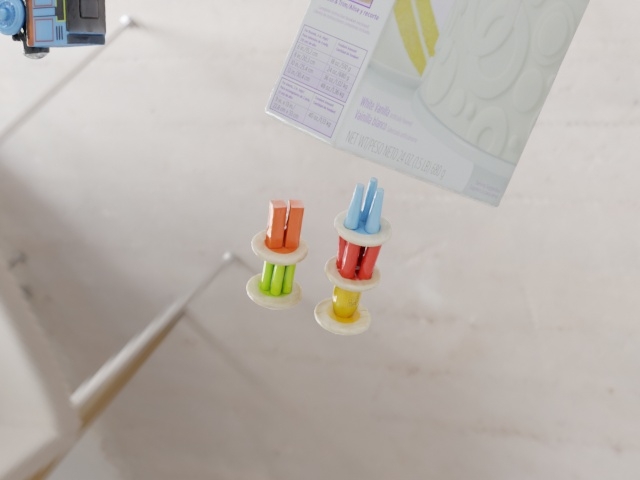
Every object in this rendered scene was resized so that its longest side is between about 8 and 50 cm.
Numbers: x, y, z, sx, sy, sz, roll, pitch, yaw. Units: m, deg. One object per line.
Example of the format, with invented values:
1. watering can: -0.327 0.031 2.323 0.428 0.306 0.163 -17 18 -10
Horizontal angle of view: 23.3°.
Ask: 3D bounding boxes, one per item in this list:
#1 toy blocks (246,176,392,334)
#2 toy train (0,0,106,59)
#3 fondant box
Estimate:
1. toy blocks: 0.000 0.000 1.381 0.123 0.054 0.148 20 124 12
2. toy train: -0.271 -0.274 1.550 0.105 0.080 0.184 1 95 30
3. fondant box: 0.120 -0.215 1.328 0.096 0.330 0.238 27 -173 42
